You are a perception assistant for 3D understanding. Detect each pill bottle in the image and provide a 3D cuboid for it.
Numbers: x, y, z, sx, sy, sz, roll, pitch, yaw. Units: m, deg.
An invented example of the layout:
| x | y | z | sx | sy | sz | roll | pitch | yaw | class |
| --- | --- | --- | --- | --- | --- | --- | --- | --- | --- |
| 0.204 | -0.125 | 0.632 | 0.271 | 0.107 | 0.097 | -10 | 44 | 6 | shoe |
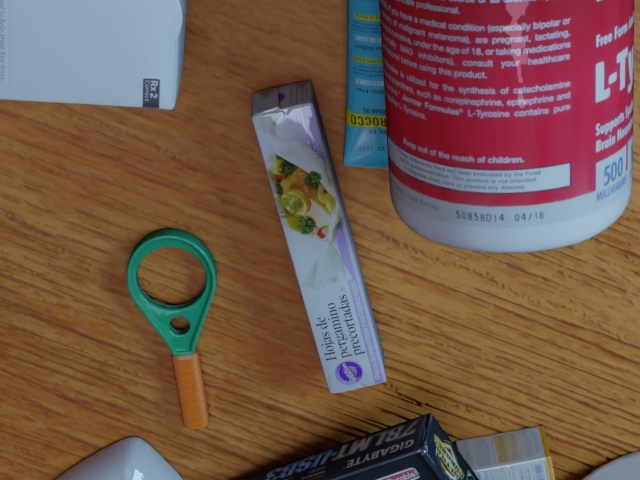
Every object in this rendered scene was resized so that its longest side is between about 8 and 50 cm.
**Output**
| x | y | z | sx | sy | sz | roll | pitch | yaw | class |
| --- | --- | --- | --- | --- | --- | --- | --- | --- | --- |
| 0.165 | -0.213 | 1.535 | 0.229 | 0.229 | 0.408 | -4 | 117 | 1 | pill bottle |

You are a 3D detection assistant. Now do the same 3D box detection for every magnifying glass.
| x | y | z | sx | sy | sz | roll | pitch | yaw | class |
| --- | --- | --- | --- | --- | --- | --- | --- | --- | --- |
| -0.145 | 0.094 | 1.801 | 0.092 | 0.026 | 0.231 | -6 | 114 | 2 | magnifying glass |

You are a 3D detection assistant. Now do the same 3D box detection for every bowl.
| x | y | z | sx | sy | sz | roll | pitch | yaw | class |
| --- | --- | --- | --- | --- | --- | --- | --- | --- | --- |
| -0.216 | 0.300 | 1.884 | 0.142 | 0.053 | 0.142 | -31 | 114 | 15 | bowl |

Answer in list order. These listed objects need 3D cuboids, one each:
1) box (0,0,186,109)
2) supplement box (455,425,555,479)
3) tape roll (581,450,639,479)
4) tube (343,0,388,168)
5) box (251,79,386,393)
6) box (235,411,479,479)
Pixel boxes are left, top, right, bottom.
| x | y | z | sx | sy | sz | roll | pitch | yaw | class |
| --- | --- | --- | --- | --- | --- | --- | --- | --- | --- |
| -0.215 | -0.227 | 1.586 | 0.182 | 0.119 | 0.181 | 3 | 116 | -2 | box |
| 0.198 | 0.238 | 1.852 | 0.098 | 0.062 | 0.036 | -11 | 118 | 5 | supplement box |
| 0.380 | 0.352 | 1.810 | 0.246 | 0.246 | 0.169 | -14 | 116 | 6 | tape roll |
| 0.056 | -0.161 | 1.664 | 0.080 | 0.052 | 0.207 | 8 | 122 | 20 | tube |
| 0.000 | 0.000 | 1.731 | 0.063 | 0.067 | 0.324 | -12 | 117 | 6 | box |
| 0.065 | 0.350 | 1.869 | 0.295 | 0.073 | 0.293 | -22 | 117 | 25 | box |
